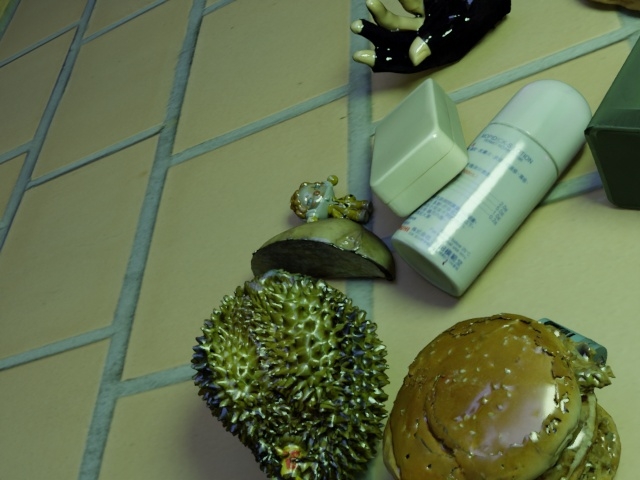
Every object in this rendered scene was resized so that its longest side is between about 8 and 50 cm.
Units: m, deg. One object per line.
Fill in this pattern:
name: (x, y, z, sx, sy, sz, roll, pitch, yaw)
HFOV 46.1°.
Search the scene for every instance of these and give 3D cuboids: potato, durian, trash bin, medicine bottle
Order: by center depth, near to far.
trash bin: (0.462, -0.176, 0.982, 0.122, 0.164, 0.240, 13, 61, 41)
durian: (-0.028, 0.183, 0.992, 0.258, 0.258, 0.293, -41, 52, -1)
medicine bottle: (0.255, -0.088, 1.076, 0.341, 0.130, 0.130, -50, 43, -8)
potato: (-0.001, -0.002, 1.206, 0.261, 0.120, 0.100, -2, 48, 34)

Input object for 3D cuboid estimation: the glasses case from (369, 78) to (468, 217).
glasses case: (0.147, -0.151, 1.150, 0.131, 0.070, 0.313, -41, 15, 21)

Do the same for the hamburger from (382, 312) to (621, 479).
hamburger: (0.202, 0.202, 0.823, 0.261, 0.211, 0.245, -29, 38, 19)

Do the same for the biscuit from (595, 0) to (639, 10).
biscuit: (0.617, -0.501, 1.203, 0.455, 0.078, 0.349, 24, 68, 44)

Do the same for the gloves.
gloves: (0.197, -0.387, 1.348, 0.301, 0.152, 0.197, -14, 36, -7)

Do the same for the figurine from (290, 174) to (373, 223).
figurine: (0.018, -0.063, 1.283, 0.143, 0.068, 0.101, -10, 53, 14)

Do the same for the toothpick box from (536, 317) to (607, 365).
toothpick box: (0.298, 0.134, 0.916, 0.052, 0.052, 0.083, -50, 42, -10)
